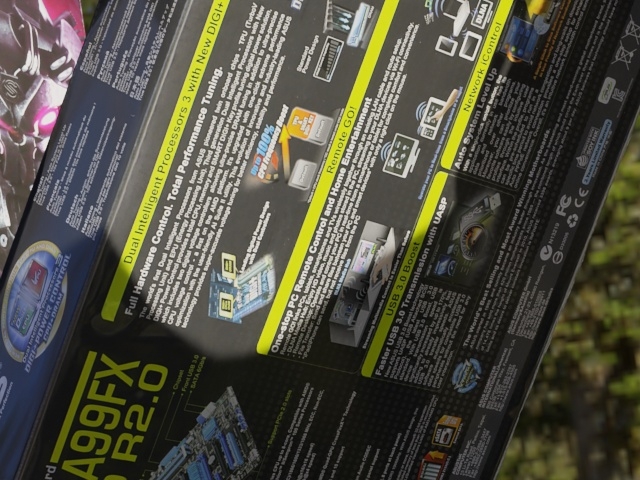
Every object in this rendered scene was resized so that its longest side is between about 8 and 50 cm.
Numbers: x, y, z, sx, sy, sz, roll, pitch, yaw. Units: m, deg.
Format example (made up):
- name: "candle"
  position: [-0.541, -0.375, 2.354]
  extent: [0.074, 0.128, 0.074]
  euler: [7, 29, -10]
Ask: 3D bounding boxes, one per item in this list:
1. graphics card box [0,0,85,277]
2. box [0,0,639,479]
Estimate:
- name: "graphics card box"
  position: [-0.222, -0.054, 0.827]
  extent: [0.094, 0.371, 0.233]
  euler: [-23, -22, 36]
- name: "box"
  position: [0.000, 0.000, 0.609]
  extent: [0.216, 0.270, 0.060]
  euler: [15, 8, -37]
